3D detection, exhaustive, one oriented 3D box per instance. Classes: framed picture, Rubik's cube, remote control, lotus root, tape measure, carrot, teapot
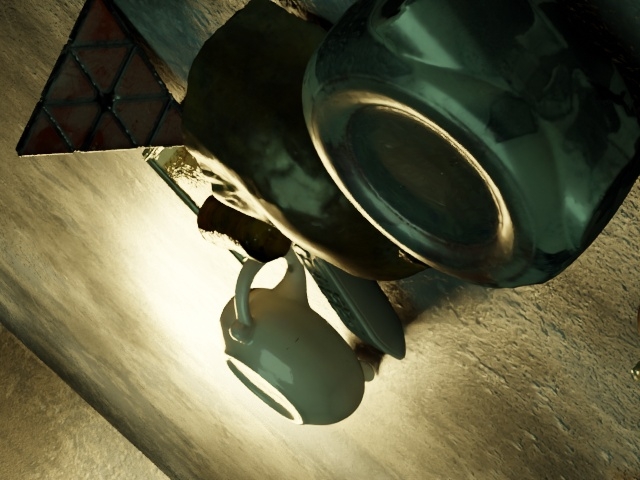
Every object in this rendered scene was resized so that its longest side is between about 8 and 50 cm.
[{"bbox_3d":[-0.123,-0.061,1.849,0.217,0.017,0.274,46,159,-3],"label":"framed picture"},{"bbox_3d":[-0.275,-0.164,1.785,0.211,0.190,0.178,61,178,-7],"label":"Rubik's cube"},{"bbox_3d":[0.000,0.000,1.682,0.313,0.055,0.109,56,170,-17],"label":"remote control"},{"bbox_3d":[0.011,-0.053,1.427,0.260,0.149,0.267,36,161,27],"label":"lotus root"},{"bbox_3d":[0.119,-0.091,1.144,0.256,0.147,0.275,47,156,-9],"label":"tape measure"},{"bbox_3d":[-0.086,-0.015,1.689,0.070,0.070,0.260,52,171,-15],"label":"carrot"},{"bbox_3d":[-0.032,0.127,1.840,0.204,0.139,0.298,32,161,37],"label":"teapot"}]

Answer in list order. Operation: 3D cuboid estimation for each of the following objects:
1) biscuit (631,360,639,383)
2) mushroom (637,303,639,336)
[{"bbox_3d":[0.372,0.152,1.237,0.150,0.052,0.252,51,159,-15],"label":"biscuit"},{"bbox_3d":[0.295,-0.001,1.035,0.227,0.148,0.217,-148,47,-70],"label":"mushroom"}]
